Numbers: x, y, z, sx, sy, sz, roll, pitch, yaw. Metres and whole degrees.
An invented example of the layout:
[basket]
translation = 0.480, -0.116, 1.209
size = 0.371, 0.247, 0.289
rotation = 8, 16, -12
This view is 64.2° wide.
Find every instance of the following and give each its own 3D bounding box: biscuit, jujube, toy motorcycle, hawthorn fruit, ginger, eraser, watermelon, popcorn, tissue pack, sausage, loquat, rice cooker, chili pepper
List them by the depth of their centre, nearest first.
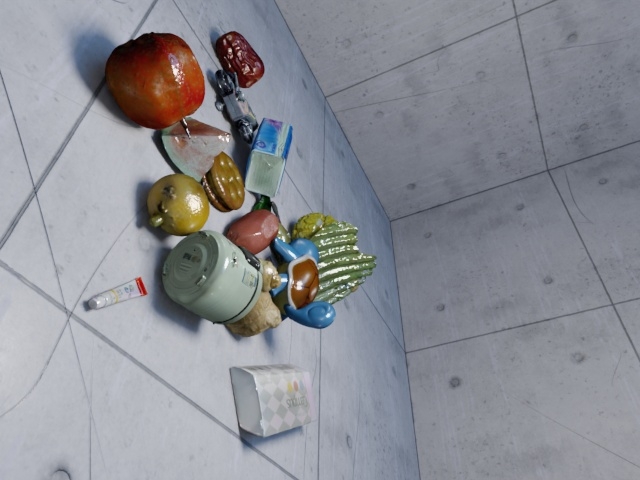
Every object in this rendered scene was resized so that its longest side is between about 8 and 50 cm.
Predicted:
[loquat]
translation = -0.384, -0.091, 1.370
size = 0.204, 0.149, 0.172
rotation = -45, 118, -54
[rice cooker]
translation = -0.283, 0.100, 1.374
size = 0.244, 0.226, 0.226
rotation = 46, 32, -48
[hawthorn fruit]
translation = -0.426, -0.405, 1.388
size = 0.254, 0.254, 0.300
rotation = -80, 149, -55
[ginger]
translation = -0.207, 0.165, 1.555
size = 0.275, 0.221, 0.130
rotation = 56, 13, -18
[watermelon]
translation = -0.382, -0.299, 1.579
size = 0.136, 0.202, 0.207
rotation = 110, -13, -47
[eraser]
translation = -0.135, 0.495, 1.629
size = 0.397, 0.082, 0.213
rotation = 26, 49, -65
[biscuit]
translation = -0.332, -0.202, 1.746
size = 0.220, 0.066, 0.220
rotation = -17, 90, -75
[sausage]
translation = -0.227, -0.029, 1.772
size = 0.254, 0.148, 0.148
rotation = -66, 134, -65
[chili pepper]
translation = -0.223, -0.107, 1.973
size = 0.108, 0.062, 0.216
rotation = 52, 25, -46
[toy motorcycle]
translation = -0.327, -0.524, 2.010
size = 0.173, 0.108, 0.307
rotation = -63, 131, -77
[tissue pack]
translation = -0.204, -0.330, 2.011
size = 0.263, 0.146, 0.198
rotation = -82, -171, -50
[jujube]
translation = -0.334, -0.751, 2.117
size = 0.230, 0.155, 0.155
rotation = 58, 22, -22
[popcorn]
translation = 0.000, 0.000, 2.242
size = 0.270, 0.224, 0.257
rotation = -22, 94, -28

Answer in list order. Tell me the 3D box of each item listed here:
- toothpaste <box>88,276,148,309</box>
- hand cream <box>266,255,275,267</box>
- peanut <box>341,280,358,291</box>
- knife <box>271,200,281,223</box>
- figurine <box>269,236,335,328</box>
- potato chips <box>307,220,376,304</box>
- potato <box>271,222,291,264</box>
[toothpaste]
translation = -0.454, 0.122, 1.159
size = 0.048, 0.031, 0.190
rotation = 68, 16, -1
[hand cream]
translation = -0.195, 0.123, 1.875
size = 0.209, 0.043, 0.067
rotation = -70, 138, -69
[peanut]
translation = 0.108, 0.144, 2.534
size = 0.143, 0.159, 0.291
rotation = -51, 126, -38
[knife]
translation = -0.172, -0.092, 2.062
size = 0.247, 0.018, 0.035
rotation = 76, 11, -64
[figurine]
translation = -0.100, 0.149, 1.774
size = 0.416, 0.243, 0.298
rotation = -106, -176, -51
[potato chips]
translation = 0.042, 0.134, 2.141
size = 0.373, 0.389, 0.097
rotation = 56, -11, -33
[potato]
translation = -0.152, 0.016, 2.026
size = 0.105, 0.085, 0.188
rotation = -20, 96, -70
